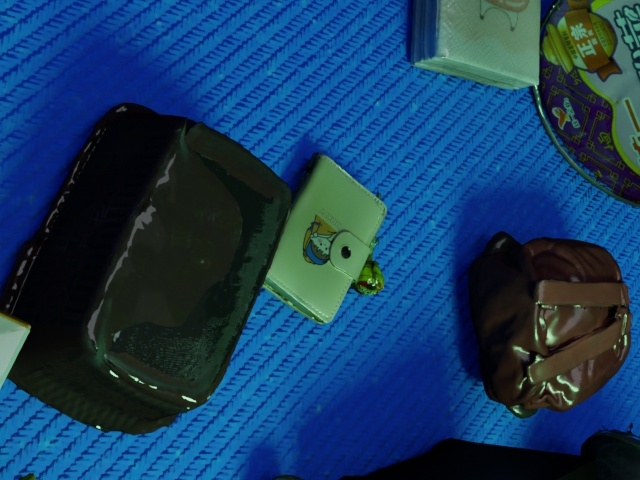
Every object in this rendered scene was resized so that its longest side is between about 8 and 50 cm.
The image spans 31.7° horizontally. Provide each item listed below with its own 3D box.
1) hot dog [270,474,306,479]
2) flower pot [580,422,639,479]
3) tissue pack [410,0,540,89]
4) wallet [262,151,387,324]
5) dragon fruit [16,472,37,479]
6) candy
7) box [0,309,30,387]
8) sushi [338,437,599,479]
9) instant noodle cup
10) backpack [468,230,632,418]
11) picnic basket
[{"bbox_3d":[-0.016,0.356,1.119,0.073,0.084,0.242,-16,96,-33],"label":"hot dog"},{"bbox_3d":[0.344,0.394,1.288,0.259,0.290,0.290,-40,110,-20],"label":"flower pot"},{"bbox_3d":[0.192,-0.353,1.344,0.170,0.071,0.325,9,81,-34],"label":"tissue pack"},{"bbox_3d":[0.000,0.000,1.189,0.110,0.039,0.155,38,65,-23],"label":"wallet"},{"bbox_3d":[-0.283,0.232,0.929,0.116,0.081,0.086,-17,117,-25],"label":"dragon fruit"},{"bbox_3d":[0.059,0.003,1.243,0.035,0.035,0.123,54,42,-58],"label":"candy"},{"bbox_3d":[-0.384,0.103,0.827,0.274,0.091,0.220,31,67,-16],"label":"box"},{"bbox_3d":[0.144,0.336,1.158,0.227,0.215,0.212,-16,96,-37],"label":"sushi"},{"bbox_3d":[0.470,-0.238,1.402,0.266,0.340,0.340,-42,111,-41],"label":"instant noodle cup"},{"bbox_3d":[0.280,0.093,1.327,0.229,0.139,0.229,3,85,-34],"label":"backpack"},{"bbox_3d":[-0.142,0.028,1.025,0.222,0.129,0.297,35,67,-31],"label":"picnic basket"}]
